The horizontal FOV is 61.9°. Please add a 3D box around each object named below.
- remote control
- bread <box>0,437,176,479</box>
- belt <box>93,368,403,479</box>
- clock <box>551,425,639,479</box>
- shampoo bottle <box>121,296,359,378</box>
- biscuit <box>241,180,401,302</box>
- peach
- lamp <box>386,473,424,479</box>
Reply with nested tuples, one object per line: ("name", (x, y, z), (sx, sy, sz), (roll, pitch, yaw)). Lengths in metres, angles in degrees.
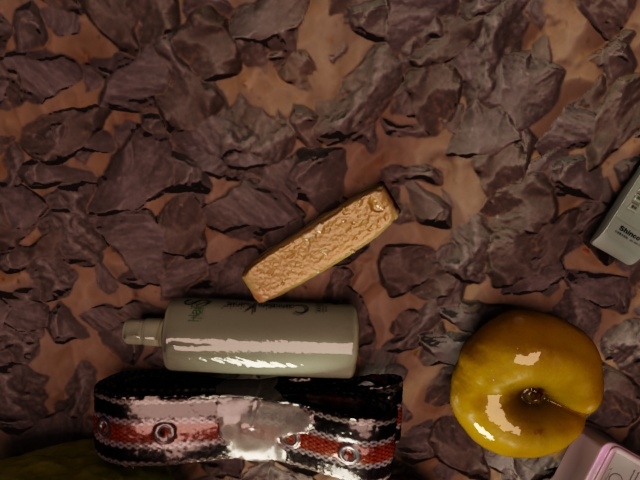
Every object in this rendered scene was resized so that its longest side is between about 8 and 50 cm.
("remote control", (0.371, -0.054, 0.603), (0.061, 0.029, 0.162), (28, 98, -11))
("bread", (-0.293, 0.400, 0.553), (0.347, 0.348, 0.308), (-1, 102, -1))
("belt", (-0.082, 0.204, 0.614), (0.359, 0.126, 0.094), (0, 104, -1))
("clock", (0.391, 0.348, 0.667), (0.197, 0.063, 0.150), (29, 88, 0))
("shampoo bottle", (-0.090, 0.108, 0.606), (0.262, 0.085, 0.085), (3, 106, -2))
("biscuit", (0.000, 0.000, 0.594), (0.188, 0.056, 0.052), (-31, 106, 6))
("peach", (0.240, 0.168, 0.623), (0.179, 0.103, 0.179), (-1, 107, -4))
("lamp", (0.091, 0.373, 0.667), (0.156, 0.134, 0.157), (17, 78, -36))
